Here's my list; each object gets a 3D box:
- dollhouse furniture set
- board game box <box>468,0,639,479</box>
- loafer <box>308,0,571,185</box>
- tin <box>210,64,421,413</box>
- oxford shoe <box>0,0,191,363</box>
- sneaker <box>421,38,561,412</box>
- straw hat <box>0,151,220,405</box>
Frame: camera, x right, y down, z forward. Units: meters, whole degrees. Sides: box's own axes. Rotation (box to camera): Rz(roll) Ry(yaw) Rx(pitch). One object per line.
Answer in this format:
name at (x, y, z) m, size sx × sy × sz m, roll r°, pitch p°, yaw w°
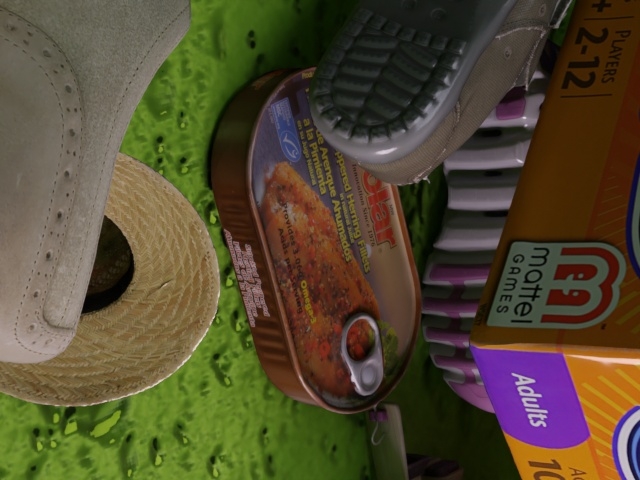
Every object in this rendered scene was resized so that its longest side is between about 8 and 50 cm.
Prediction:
dollhouse furniture set at (0.073, 0.119, 0.858) m, size 0.091 × 0.114 × 0.081 m, roll -16°, pitch 101°, yaw -42°
board game box at (0.331, 0.037, 0.854) m, size 0.357 × 0.356 × 0.356 m, roll 65°, pitch 37°, yaw -43°
loafer at (0.082, -0.131, 0.817) m, size 0.251 × 0.094 × 0.087 m, roll -51°, pitch 155°, yaw -16°
tin at (0.000, 0.000, 0.825) m, size 0.106 × 0.040 × 0.190 m, roll -29°, pitch 114°, yaw -37°
oxford shoe at (-0.117, -0.144, 0.599) m, size 0.146 × 0.140 × 0.397 m, roll 35°, pitch 60°, yaw -45°
sneaker at (0.119, -0.018, 0.914) m, size 0.104 × 0.095 × 0.237 m, roll -9°, pitch 99°, yaw -54°
straw hat at (-0.114, -0.001, 0.677) m, size 0.061 × 0.144 × 0.144 m, roll -95°, pitch 160°, yaw -58°
